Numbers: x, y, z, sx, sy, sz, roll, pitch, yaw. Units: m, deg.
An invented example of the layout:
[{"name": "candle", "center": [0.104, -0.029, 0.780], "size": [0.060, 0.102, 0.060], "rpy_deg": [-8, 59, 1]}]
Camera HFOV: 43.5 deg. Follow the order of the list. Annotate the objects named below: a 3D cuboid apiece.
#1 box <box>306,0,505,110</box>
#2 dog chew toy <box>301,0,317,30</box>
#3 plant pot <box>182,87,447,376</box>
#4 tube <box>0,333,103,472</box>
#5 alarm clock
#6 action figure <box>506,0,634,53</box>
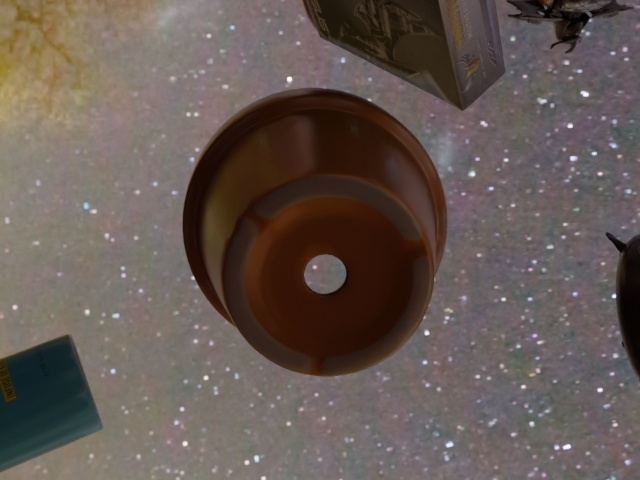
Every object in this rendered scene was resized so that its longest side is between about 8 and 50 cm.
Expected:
[{"name": "box", "center": [0.042, -0.226, 0.607], "size": [0.183, 0.056, 0.231], "rpy_deg": [38, -16, 37]}, {"name": "dog chew toy", "center": [0.074, -0.343, 1.015], "size": [0.207, 0.332, 0.206], "rpy_deg": [10, -55, 15]}, {"name": "plant pot", "center": [0.000, 0.000, 0.566], "size": [0.188, 0.205, 0.205], "rpy_deg": [-106, -161, -76]}, {"name": "tube", "center": [-0.211, 0.105, 0.378], "size": [0.080, 0.207, 0.052], "rpy_deg": [42, -32, 54]}, {"name": "alarm clock", "center": [0.272, 0.073, 0.599], "size": [0.064, 0.129, 0.192], "rpy_deg": [-17, -80, 39]}, {"name": "action figure", "center": [0.311, -0.333, 0.891], "size": [0.099, 0.185, 0.285], "rpy_deg": [53, -31, 37]}]
